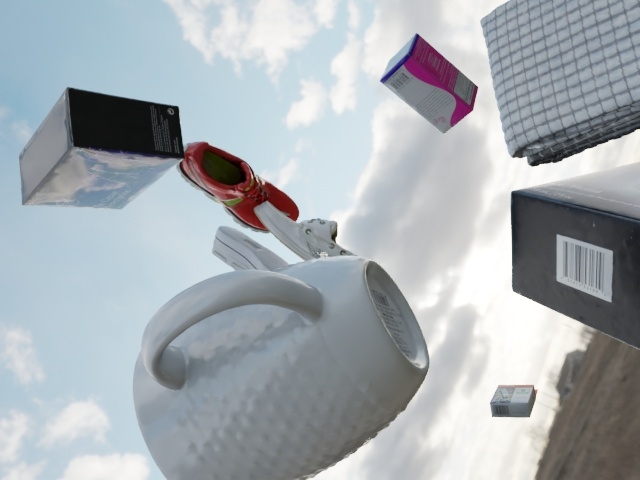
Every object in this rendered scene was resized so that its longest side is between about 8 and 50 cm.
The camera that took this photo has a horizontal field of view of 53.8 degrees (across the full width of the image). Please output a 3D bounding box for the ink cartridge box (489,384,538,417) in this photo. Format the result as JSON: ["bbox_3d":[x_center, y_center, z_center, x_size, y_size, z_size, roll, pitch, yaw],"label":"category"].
[{"bbox_3d":[0.329,0.263,1.067,0.115,0.062,0.029,-25,-75,-62],"label":"ink cartridge box"}]

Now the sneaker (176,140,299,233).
[{"bbox_3d":[-0.150,-0.098,1.222,0.279,0.118,0.107,30,-107,-26],"label":"sneaker"}]

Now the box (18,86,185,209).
[{"bbox_3d":[-0.373,-0.140,1.056,0.184,0.261,0.103,4,-109,-39],"label":"box"}]

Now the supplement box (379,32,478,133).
[{"bbox_3d":[0.276,-0.392,1.586,0.111,0.220,0.114,-37,22,45],"label":"supplement box"}]

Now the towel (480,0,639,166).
[{"bbox_3d":[0.367,-0.250,0.826,0.121,0.283,0.235,12,-113,-42],"label":"towel"}]

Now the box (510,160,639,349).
[{"bbox_3d":[0.486,0.003,0.917,0.293,0.296,0.183,-12,-72,-21],"label":"box"}]

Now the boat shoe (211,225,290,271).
[{"bbox_3d":[-0.155,0.059,1.473,0.095,0.258,0.084,1,-61,-51],"label":"boat shoe"}]

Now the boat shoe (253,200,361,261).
[{"bbox_3d":[0.000,0.000,1.200,0.096,0.277,0.098,-53,-5,6],"label":"boat shoe"}]

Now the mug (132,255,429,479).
[{"bbox_3d":[-0.060,0.152,0.817,0.328,0.276,0.374,-31,-39,17],"label":"mug"}]
